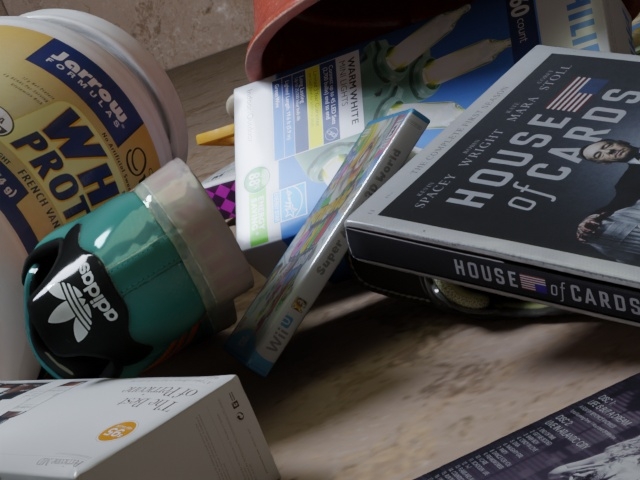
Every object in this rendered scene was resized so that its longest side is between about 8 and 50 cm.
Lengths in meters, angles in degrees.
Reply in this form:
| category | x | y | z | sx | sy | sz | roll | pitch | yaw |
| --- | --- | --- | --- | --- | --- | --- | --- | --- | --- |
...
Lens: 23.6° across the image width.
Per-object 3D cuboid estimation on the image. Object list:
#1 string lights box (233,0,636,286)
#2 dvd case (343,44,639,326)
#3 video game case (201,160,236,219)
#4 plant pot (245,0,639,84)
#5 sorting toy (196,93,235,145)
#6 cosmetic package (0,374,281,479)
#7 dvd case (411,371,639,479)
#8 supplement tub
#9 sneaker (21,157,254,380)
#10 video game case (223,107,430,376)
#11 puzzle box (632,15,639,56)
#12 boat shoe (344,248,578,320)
| category | x | y | z | sx | sy | sz | roll | pitch | yaw |
| --- | --- | --- | --- | --- | --- | --- | --- | --- | --- |
| string lights box | 0.074 | -0.067 | 0.979 | 0.259 | 0.077 | 0.133 | -18 | 56 | 23 |
| dvd case | 0.155 | -0.028 | 0.708 | 0.238 | 0.030 | 0.179 | 13 | 42 | 39 |
| video game case | 0.032 | -0.088 | 1.378 | 0.232 | 0.042 | 0.210 | -14 | 14 | 35 |
| plant pot | 0.061 | -0.259 | 1.057 | 0.272 | 0.265 | 0.272 | -10 | -16 | -3 |
| sorting toy | 0.024 | -0.153 | 1.492 | 0.347 | 0.047 | 0.196 | -13 | -6 | 25 |
| cosmetic package | -0.135 | 0.113 | 0.762 | 0.099 | 0.060 | 0.239 | -33 | 16 | -37 |
| dvd case | 0.068 | 0.105 | 0.531 | 0.221 | 0.018 | 0.164 | -25 | 11 | -7 |
| supplement tub | -0.239 | -0.024 | 1.078 | 0.228 | 0.228 | 0.316 | -17 | 20 | 26 |
| sneaker | -0.120 | 0.028 | 0.905 | 0.121 | 0.108 | 0.302 | -31 | -4 | -10 |
| video game case | 0.000 | 0.000 | 0.881 | 0.166 | 0.015 | 0.119 | -57 | 9 | -5 |
| puzzle box | 0.328 | -0.158 | 1.132 | 0.408 | 0.052 | 0.272 | -23 | 13 | -5 |
| boat shoe | 0.084 | 0.003 | 0.803 | 0.223 | 0.080 | 0.073 | -2 | 18 | 47 |
